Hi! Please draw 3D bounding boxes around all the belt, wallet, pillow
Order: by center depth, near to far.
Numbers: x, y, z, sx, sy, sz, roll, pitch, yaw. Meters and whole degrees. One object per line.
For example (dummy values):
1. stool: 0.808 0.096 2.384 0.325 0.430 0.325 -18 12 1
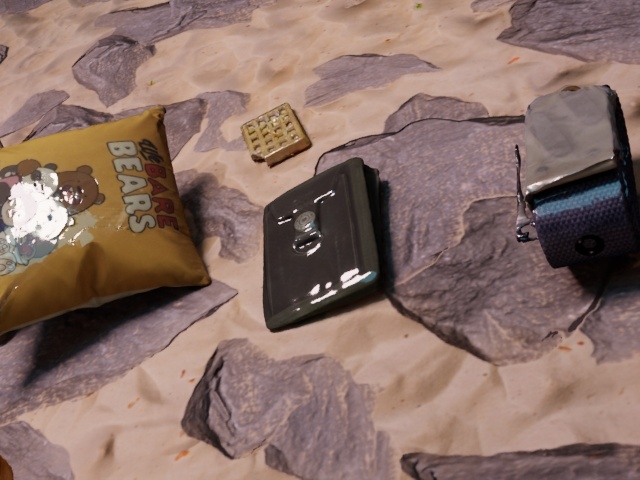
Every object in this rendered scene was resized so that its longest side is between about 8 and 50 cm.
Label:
1. belt: 0.272 -0.070 1.223 0.126 0.139 0.230 -13 39 21
2. wallet: 0.000 0.000 1.414 0.168 0.052 0.245 -22 37 16
3. pillow: -0.329 -0.032 1.536 0.312 0.119 0.310 -14 56 -10

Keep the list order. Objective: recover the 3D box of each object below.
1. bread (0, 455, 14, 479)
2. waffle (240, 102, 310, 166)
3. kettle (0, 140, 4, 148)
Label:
1. bread: -0.479 0.348 1.214 0.195 0.149 0.344 14 51 31
2. waffle: -0.070 -0.155 1.687 0.092 0.021 0.135 -26 33 2
3. kettle: -0.650 -0.103 1.940 0.243 0.160 0.210 -27 52 -8
